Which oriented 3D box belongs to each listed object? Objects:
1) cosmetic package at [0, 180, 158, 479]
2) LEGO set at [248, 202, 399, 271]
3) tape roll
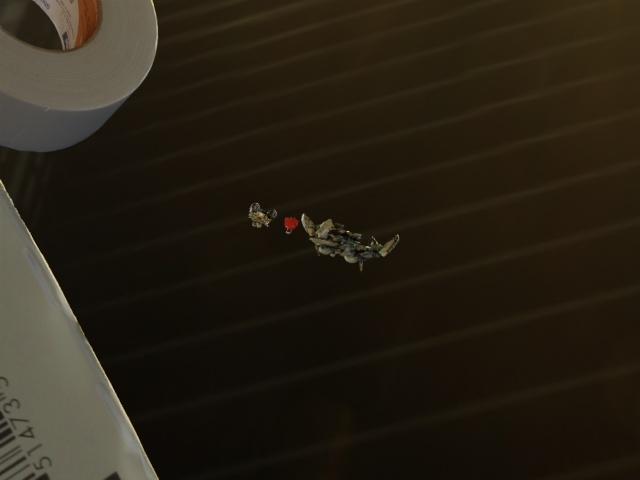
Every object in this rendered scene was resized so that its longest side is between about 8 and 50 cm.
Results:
[{"bbox_3d":[-0.212,0.099,0.537,0.296,0.153,0.129,-24,-174,47],"label":"cosmetic package"},{"bbox_3d":[0.000,0.000,0.735,0.083,0.054,0.023,9,-98,27],"label":"LEGO set"},{"bbox_3d":[-0.244,-0.183,1.097,0.072,0.219,0.219,-36,-171,45],"label":"tape roll"}]
